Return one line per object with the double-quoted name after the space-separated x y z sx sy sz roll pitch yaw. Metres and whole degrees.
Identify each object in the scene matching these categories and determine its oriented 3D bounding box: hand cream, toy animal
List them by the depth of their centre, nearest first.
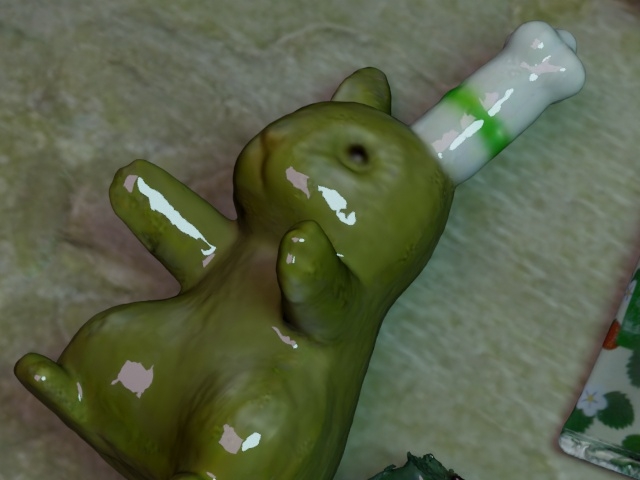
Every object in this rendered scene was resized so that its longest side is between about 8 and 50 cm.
-0.014 0.000 1.079 0.181 0.180 0.363 23 84 43 "toy animal"
0.223 0.006 1.082 0.095 0.059 0.276 17 84 22 "hand cream"

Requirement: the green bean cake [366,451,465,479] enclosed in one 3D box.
0.104 0.200 1.032 0.193 0.107 0.208 -31 67 7 "green bean cake"
